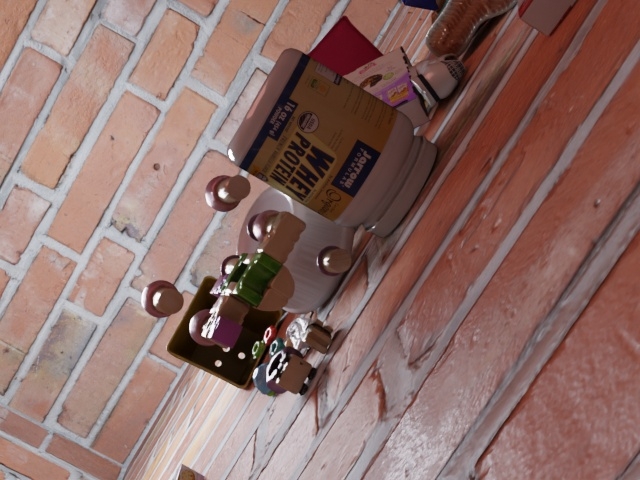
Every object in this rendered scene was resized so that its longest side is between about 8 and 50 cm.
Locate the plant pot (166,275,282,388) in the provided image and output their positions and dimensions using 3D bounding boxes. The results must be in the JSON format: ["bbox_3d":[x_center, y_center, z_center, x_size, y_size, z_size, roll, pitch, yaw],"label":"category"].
[{"bbox_3d":[-0.233,0.246,2.150,0.187,0.212,0.212,102,-166,-69],"label":"plant pot"}]

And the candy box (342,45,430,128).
[{"bbox_3d":[0.122,-0.289,1.779,0.164,0.070,0.196,-25,41,16],"label":"candy box"}]

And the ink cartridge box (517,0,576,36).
[{"bbox_3d":[0.330,-0.366,1.241,0.099,0.056,0.135,-56,9,32],"label":"ink cartridge box"}]

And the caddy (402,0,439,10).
[{"bbox_3d":[0.305,-0.677,2.115,0.341,0.179,0.242,-84,3,-70],"label":"caddy"}]

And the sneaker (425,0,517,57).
[{"bbox_3d":[0.299,-0.464,1.614,0.121,0.108,0.302,-62,11,-29],"label":"sneaker"}]

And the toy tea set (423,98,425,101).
[{"bbox_3d":[0.115,-0.233,1.901,0.336,0.124,0.200,-45,32,-10],"label":"toy tea set"}]

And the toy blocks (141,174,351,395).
[{"bbox_3d":[-0.132,0.076,1.559,0.289,0.308,0.260,-60,15,-12],"label":"toy blocks"}]

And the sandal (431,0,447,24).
[{"bbox_3d":[0.297,-0.496,1.952,0.240,0.088,0.079,143,125,-87],"label":"sandal"}]

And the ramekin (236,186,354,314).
[{"bbox_3d":[-0.062,0.006,1.758,0.272,0.127,0.273,-29,52,46],"label":"ramekin"}]

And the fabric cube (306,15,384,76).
[{"bbox_3d":[0.031,-0.340,2.114,0.259,0.254,0.258,-50,9,-17],"label":"fabric cube"}]

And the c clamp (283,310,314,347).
[{"bbox_3d":[-0.050,0.201,1.761,0.137,0.022,0.160,-66,10,-3],"label":"c clamp"}]

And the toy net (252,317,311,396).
[{"bbox_3d":[-0.065,0.204,1.678,0.232,0.045,0.122,-45,32,41],"label":"toy net"}]

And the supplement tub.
[{"bbox_3d":[0.021,-0.164,1.518,0.228,0.316,0.228,-59,8,13],"label":"supplement tub"}]

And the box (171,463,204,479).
[{"bbox_3d":[-0.301,0.583,1.799,0.063,0.067,0.324,-58,7,15],"label":"box"}]

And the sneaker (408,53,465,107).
[{"bbox_3d":[0.230,-0.318,1.678,0.094,0.090,0.235,-39,13,13],"label":"sneaker"}]
